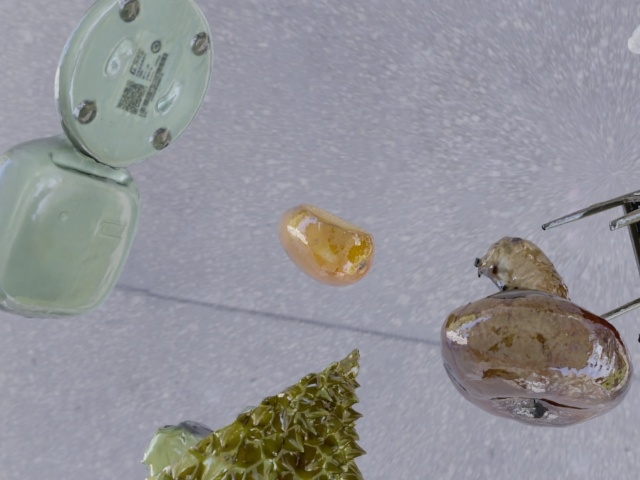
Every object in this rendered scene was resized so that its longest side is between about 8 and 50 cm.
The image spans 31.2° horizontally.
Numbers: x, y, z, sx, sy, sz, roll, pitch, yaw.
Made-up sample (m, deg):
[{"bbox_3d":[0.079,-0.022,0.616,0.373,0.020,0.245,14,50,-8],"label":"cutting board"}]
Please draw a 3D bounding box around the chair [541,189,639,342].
[{"bbox_3d":[0.468,0.011,1.533,0.272,0.166,0.188,-20,98,-23],"label":"chair"}]

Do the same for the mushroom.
[{"bbox_3d":[0.283,0.131,1.491,0.267,0.267,0.254,8,94,14],"label":"mushroom"}]

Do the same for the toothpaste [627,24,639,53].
[{"bbox_3d":[0.426,-0.277,1.412,0.048,0.190,0.031,23,74,-2],"label":"toothpaste"}]

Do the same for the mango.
[{"bbox_3d":[-0.003,0.006,1.720,0.141,0.217,0.102,26,90,-30],"label":"mango"}]

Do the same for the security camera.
[{"bbox_3d":[-0.193,-0.077,0.948,0.080,0.157,0.301,30,98,35],"label":"security camera"}]

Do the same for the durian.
[{"bbox_3d":[-0.051,0.170,0.820,0.172,0.306,0.166,11,75,3],"label":"durian"}]
